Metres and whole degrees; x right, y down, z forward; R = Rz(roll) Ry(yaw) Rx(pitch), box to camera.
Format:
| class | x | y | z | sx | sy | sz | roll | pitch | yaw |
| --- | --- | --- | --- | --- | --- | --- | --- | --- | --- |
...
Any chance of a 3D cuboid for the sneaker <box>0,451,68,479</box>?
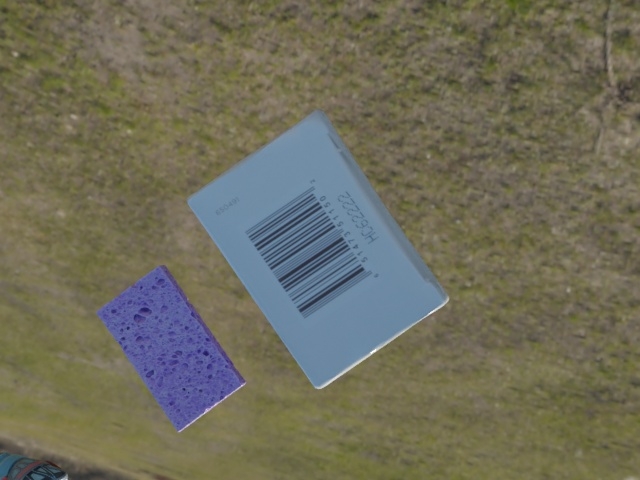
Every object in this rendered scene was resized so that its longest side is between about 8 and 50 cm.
| class | x | y | z | sx | sy | sz | roll | pitch | yaw |
| --- | --- | --- | --- | --- | --- | --- | --- | --- | --- |
| sneaker | -0.386 | 0.389 | 1.123 | 0.125 | 0.261 | 0.104 | 7 | 141 | -1 |

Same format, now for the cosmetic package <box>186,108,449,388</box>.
| class | x | y | z | sx | sy | sz | roll | pitch | yaw |
| --- | --- | --- | --- | --- | --- | --- | --- | --- | --- |
| cosmetic package | 0.000 | 0.000 | 1.062 | 0.230 | 0.162 | 0.453 | 56 | -179 | -2 |

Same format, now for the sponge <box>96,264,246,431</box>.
| class | x | y | z | sx | sy | sz | roll | pitch | yaw |
| --- | --- | --- | --- | --- | --- | --- | --- | --- | --- |
| sponge | -0.212 | 0.153 | 1.271 | 0.210 | 0.117 | 0.031 | 55 | -175 | 2 |
